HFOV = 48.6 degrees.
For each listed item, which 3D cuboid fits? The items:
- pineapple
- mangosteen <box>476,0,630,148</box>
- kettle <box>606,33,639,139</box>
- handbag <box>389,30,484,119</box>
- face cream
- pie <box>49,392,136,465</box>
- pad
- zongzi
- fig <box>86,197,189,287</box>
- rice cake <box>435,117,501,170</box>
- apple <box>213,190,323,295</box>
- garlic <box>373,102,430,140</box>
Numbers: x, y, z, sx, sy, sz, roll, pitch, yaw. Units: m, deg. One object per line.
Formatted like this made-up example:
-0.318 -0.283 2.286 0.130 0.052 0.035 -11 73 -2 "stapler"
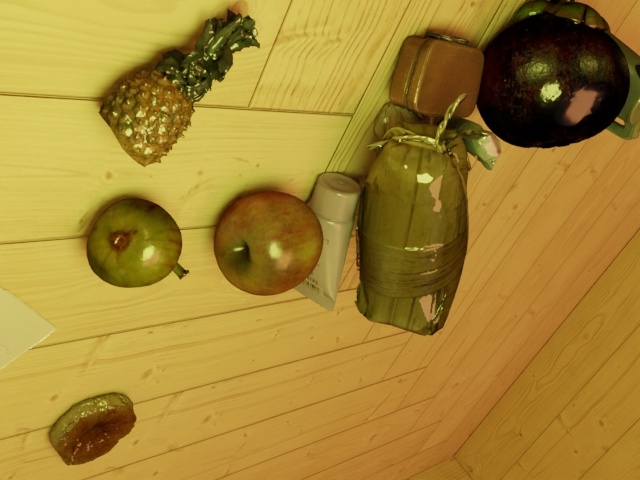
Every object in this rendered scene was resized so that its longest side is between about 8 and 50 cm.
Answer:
-0.184 -0.217 0.971 0.251 0.125 0.125 -44 149 -6 "pineapple"
0.445 -0.325 1.390 0.300 0.300 0.300 -28 146 -21 "mangosteen"
0.624 -0.346 1.568 0.160 0.243 0.210 -29 148 -20 "kettle"
0.221 -0.304 1.309 0.193 0.072 0.151 -1 109 -44 "handbag"
0.000 0.000 1.432 0.096 0.154 0.273 -34 147 -55 "face cream"
-0.467 0.390 1.474 0.195 0.046 0.195 -29 147 -22 "pie"
-0.540 0.142 1.125 0.156 0.004 0.232 -37 149 -8 "pad"
0.205 -0.130 1.444 0.467 0.218 0.499 -70 165 -53 "zongzi"
-0.281 0.002 1.130 0.186 0.148 0.142 -72 -176 -76 "fig"
0.290 -0.197 1.388 0.051 0.290 0.081 -24 106 0 "rice cake"
-0.090 0.003 1.271 0.174 0.188 0.188 -15 140 -47 "apple"
0.159 -0.223 1.374 0.113 0.074 0.094 -20 156 -5 "garlic"
